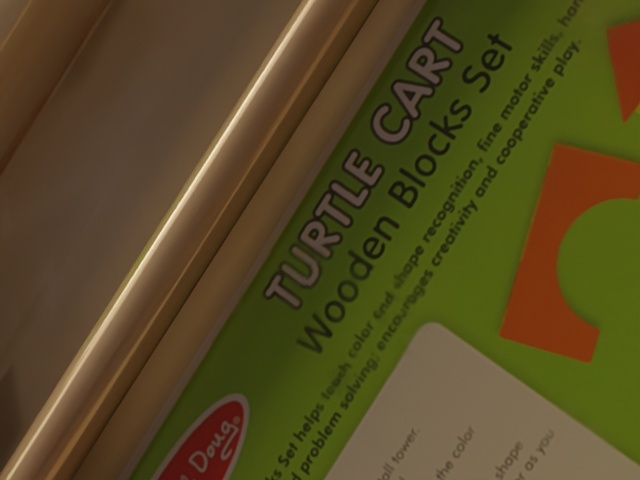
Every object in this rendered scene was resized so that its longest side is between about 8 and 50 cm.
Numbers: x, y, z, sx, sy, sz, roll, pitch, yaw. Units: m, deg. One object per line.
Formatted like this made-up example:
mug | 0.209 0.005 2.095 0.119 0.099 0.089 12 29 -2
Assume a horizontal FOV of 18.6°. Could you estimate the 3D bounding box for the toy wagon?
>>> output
toy wagon | 0.000 0.000 0.346 0.344 0.068 0.267 37 -82 26
